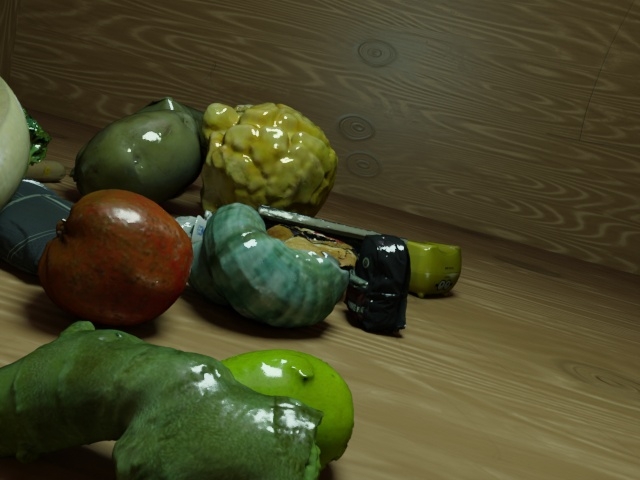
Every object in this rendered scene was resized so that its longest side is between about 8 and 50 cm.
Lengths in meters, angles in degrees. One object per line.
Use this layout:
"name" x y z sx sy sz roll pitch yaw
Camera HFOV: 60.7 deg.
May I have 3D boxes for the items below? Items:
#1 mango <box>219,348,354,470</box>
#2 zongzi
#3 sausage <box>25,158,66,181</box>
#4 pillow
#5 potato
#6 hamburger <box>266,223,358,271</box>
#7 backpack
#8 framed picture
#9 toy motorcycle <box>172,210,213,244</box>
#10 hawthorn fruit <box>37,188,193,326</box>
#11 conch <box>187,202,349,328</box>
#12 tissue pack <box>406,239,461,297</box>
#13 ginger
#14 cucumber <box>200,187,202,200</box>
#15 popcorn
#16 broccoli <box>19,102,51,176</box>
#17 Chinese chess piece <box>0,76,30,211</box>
"mango" -0.054 0.154 0.501 0.178 0.100 0.119 0 19 -16
"zongzi" -0.506 -0.275 1.678 0.392 0.174 0.356 -26 -7 16
"sausage" -0.736 -0.170 1.324 0.065 0.066 0.301 17 9 10
"pillow" -0.432 -0.021 0.853 0.335 0.093 0.161 26 28 24
"potato" -0.430 -0.197 1.339 0.326 0.221 0.243 -26 6 -41
"hamburger" -0.036 0.044 1.073 0.230 0.107 0.231 17 13 -4
"backpack" 0.099 0.071 0.964 0.105 0.165 0.120 2 10 -13
"framed picture" 0.000 0.000 1.265 0.334 0.022 0.247 12 -17 -13
"toy motorcycle" -0.301 -0.024 1.104 0.221 0.102 0.150 15 -10 -15
"hawthorn fruit" -0.258 0.024 0.706 0.189 0.189 0.189 14 11 -3
"conch" -0.102 0.041 0.858 0.277 0.196 0.220 -6 -16 16
"tissue pack" 0.254 0.066 1.309 0.123 0.127 0.178 15 7 42
"ginger" -0.131 0.142 0.410 0.289 0.137 0.089 21 -18 16
"cucumber" -0.257 -0.117 1.694 0.243 0.063 0.115 4 7 -43
"popcorn" -0.127 -0.169 1.389 0.390 0.344 0.354 16 3 -39
"broccoli" -0.625 -0.151 1.035 0.269 0.254 0.269 20 44 -21
"Chinese chess piece" -0.589 -0.137 0.753 0.337 0.141 0.338 9 46 -9
